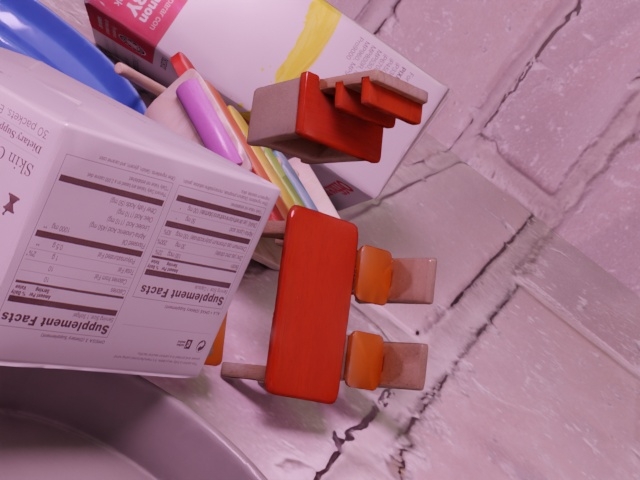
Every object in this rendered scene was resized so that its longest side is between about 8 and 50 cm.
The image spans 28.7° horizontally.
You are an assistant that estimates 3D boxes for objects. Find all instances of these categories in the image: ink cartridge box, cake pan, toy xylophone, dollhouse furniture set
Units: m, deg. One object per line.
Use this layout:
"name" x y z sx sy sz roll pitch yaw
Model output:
"ink cartridge box" -0.069 -0.206 1.467 0.384 0.160 0.279 34 -5 -6
"cake pan" -0.125 0.166 0.702 0.293 0.054 0.293 33 17 -11
"toy xylophone" -0.086 -0.080 1.220 0.236 0.081 0.322 58 9 11
"dollhouse furniture set" 0.000 0.000 1.013 0.135 0.259 0.262 -1 -12 43

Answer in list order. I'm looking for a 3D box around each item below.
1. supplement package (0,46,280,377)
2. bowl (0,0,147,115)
"supplement package" -0.202 -0.035 0.815 0.262 0.145 0.204 28 8 34
"bowl" -0.338 -0.169 1.131 0.391 0.077 0.391 33 18 -12
